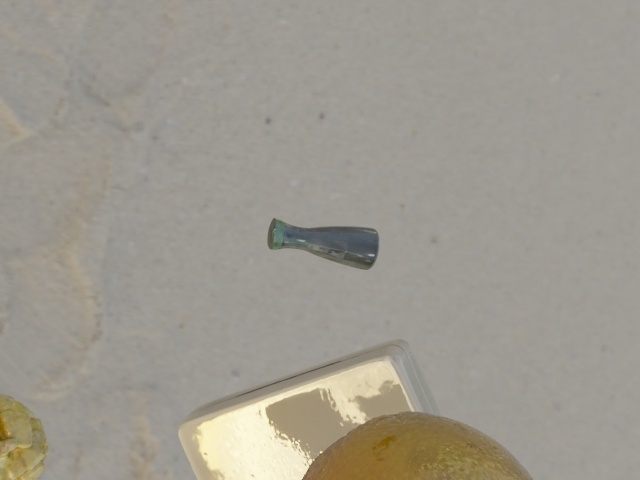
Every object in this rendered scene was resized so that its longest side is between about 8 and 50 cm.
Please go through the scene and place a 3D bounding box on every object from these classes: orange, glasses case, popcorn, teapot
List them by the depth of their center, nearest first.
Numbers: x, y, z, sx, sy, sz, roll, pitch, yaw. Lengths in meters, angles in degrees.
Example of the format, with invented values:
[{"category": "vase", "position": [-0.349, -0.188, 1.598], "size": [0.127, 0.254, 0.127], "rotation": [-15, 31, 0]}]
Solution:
[{"category": "teapot", "position": [0.000, 0.000, 1.395], "size": [0.110, 0.043, 0.043], "rotation": [10, 89, -22]}, {"category": "orange", "position": [0.099, 0.302, 1.398], "size": [0.274, 0.274, 0.274], "rotation": [-7, 100, -40]}, {"category": "popcorn", "position": [-0.442, 0.272, 1.822], "size": [0.194, 0.163, 0.140], "rotation": [-26, 119, -13]}, {"category": "glasses case", "position": [-0.016, 0.245, 1.900], "size": [0.144, 0.336, 0.076], "rotation": [67, 22, -8]}]
